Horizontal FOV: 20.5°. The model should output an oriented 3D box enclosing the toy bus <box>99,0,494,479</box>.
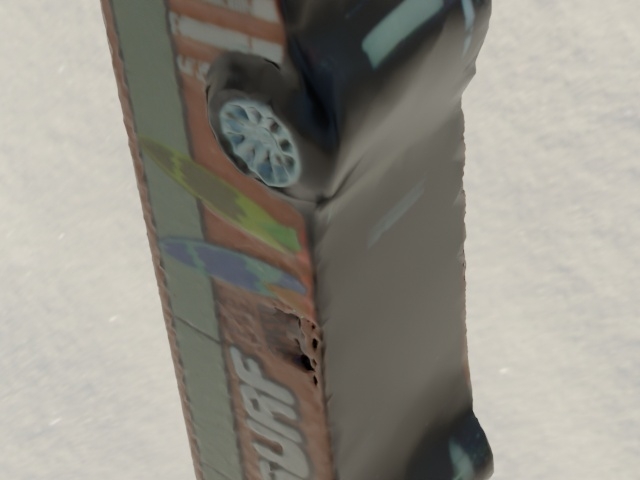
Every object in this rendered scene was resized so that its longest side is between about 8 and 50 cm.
[{"bbox_3d":[0.000,0.000,0.577,0.092,0.409,0.093,27,53,28],"label":"toy bus"}]
